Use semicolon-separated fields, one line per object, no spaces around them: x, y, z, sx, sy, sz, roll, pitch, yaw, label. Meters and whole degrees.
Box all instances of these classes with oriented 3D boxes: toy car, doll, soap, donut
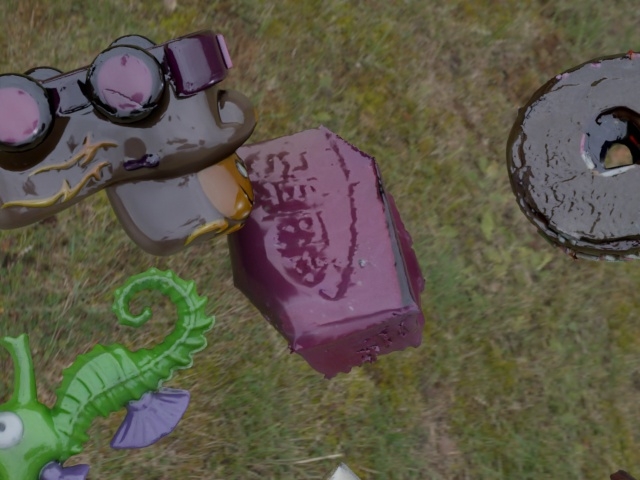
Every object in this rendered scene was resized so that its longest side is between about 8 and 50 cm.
-0.232;-0.093;1.149;0.341;0.271;0.240;-17;103;-2;toy car
-0.150;0.094;0.678;0.190;0.050;0.115;-35;95;-13;doll
0.000;0.000;1.276;0.220;0.127;0.324;-16;54;7;soap
0.353;-0.099;1.235;0.270;0.103;0.269;-8;69;21;donut

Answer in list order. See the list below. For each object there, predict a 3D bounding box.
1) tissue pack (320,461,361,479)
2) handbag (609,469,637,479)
0.044;0.305;0.768;0.234;0.125;0.159;41;72;7;tissue pack
0.311;0.312;0.729;0.084;0.275;0.260;-16;102;-11;handbag
